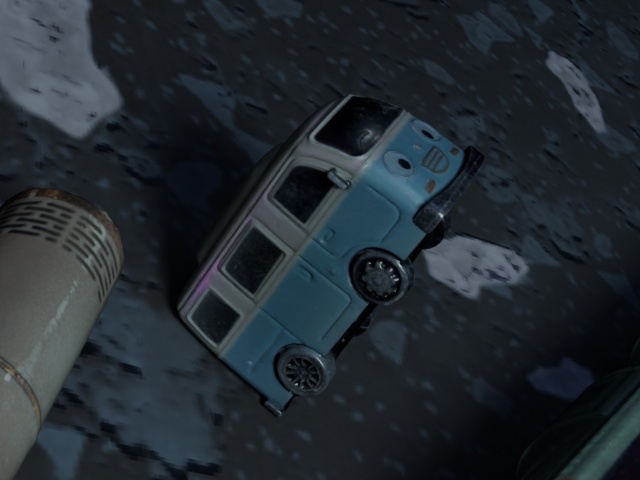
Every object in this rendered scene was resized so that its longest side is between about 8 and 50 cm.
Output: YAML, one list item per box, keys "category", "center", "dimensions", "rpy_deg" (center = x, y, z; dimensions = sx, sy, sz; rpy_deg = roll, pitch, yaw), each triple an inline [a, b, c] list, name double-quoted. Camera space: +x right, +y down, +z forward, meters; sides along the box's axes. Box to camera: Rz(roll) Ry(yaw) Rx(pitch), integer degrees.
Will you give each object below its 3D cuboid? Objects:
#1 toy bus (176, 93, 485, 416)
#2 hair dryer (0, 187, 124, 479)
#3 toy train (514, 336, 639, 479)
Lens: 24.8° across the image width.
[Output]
- category: "toy bus"
  center: [0.000, 0.000, 0.559]
  dimensions: [0.075, 0.123, 0.060]
  rpy_deg: [38, 35, 1]
- category: "hair dryer"
  center: [-0.184, 0.012, 0.433]
  dimensions: [0.220, 0.053, 0.195]
  rpy_deg: [33, 37, -11]
- category: "toy train"
  center: [0.147, 0.094, 0.628]
  dimensions: [0.089, 0.086, 0.409]
  rpy_deg: [48, 36, 11]
